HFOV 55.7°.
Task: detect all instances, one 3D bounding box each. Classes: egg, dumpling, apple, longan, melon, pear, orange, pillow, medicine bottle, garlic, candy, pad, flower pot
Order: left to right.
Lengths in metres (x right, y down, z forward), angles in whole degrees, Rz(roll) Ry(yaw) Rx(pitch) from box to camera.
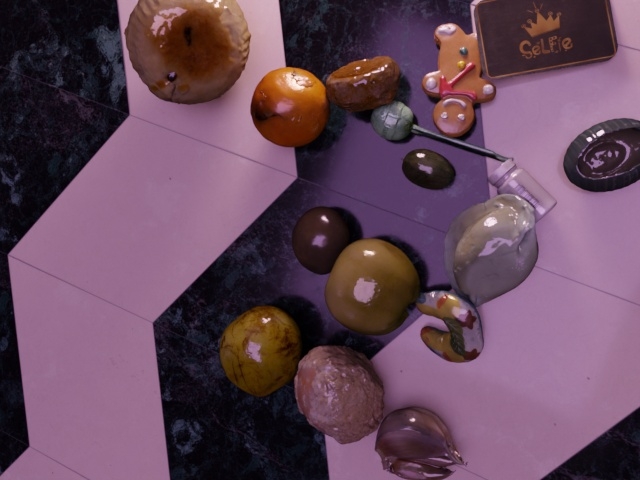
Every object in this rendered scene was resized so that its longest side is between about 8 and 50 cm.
[{"bbox_3d":[-0.181,0.346,1.910,0.284,0.283,0.283,1,93,16],"label":"pear"},{"bbox_3d":[-0.093,-0.408,1.858,0.246,0.246,0.246,1,93,16],"label":"orange"},{"bbox_3d":[0.000,0.000,1.880,0.198,0.198,0.212,13,98,15],"label":"longan"},{"bbox_3d":[0.056,0.464,1.851,0.279,0.279,0.310,-34,103,15],"label":"egg"},{"bbox_3d":[0.155,0.142,1.806,0.254,0.292,0.291,30,100,22],"label":"apple"},{"bbox_3d":[0.287,0.616,1.818,0.292,0.210,0.237,-17,81,25],"label":"garlic"},{"bbox_3d":[0.316,-0.215,1.813,0.168,0.114,0.114,25,99,11],"label":"melon"},{"bbox_3d":[0.362,-0.308,1.818,0.440,0.119,0.119,21,98,6],"label":"candy"},{"bbox_3d":[0.384,0.259,1.802,0.214,0.086,0.233,10,121,40],"label":"pillow"},{"bbox_3d":[0.480,0.026,1.729,0.321,0.212,0.270,-35,84,14],"label":"dumpling"},{"bbox_3d":[0.579,-0.141,1.746,0.103,0.103,0.186,-46,81,13],"label":"medicine bottle"},{"bbox_3d":[0.636,-0.570,1.693,0.376,0.063,0.314,-9,85,9],"label":"pad"},{"bbox_3d":[0.791,-0.231,1.654,0.243,0.157,0.189,-20,86,17],"label":"flower pot"}]

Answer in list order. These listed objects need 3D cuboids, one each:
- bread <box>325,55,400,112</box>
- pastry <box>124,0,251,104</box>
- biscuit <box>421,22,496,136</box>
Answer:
[{"bbox_3d":[0.133,-0.462,1.805,0.230,0.230,0.122,-10,117,16],"label":"bread"},{"bbox_3d":[-0.415,-0.621,1.899,0.389,0.312,0.388,-6,119,-11],"label":"pastry"},{"bbox_3d":[0.409,-0.469,1.767,0.216,0.047,0.339,14,82,10],"label":"biscuit"}]
